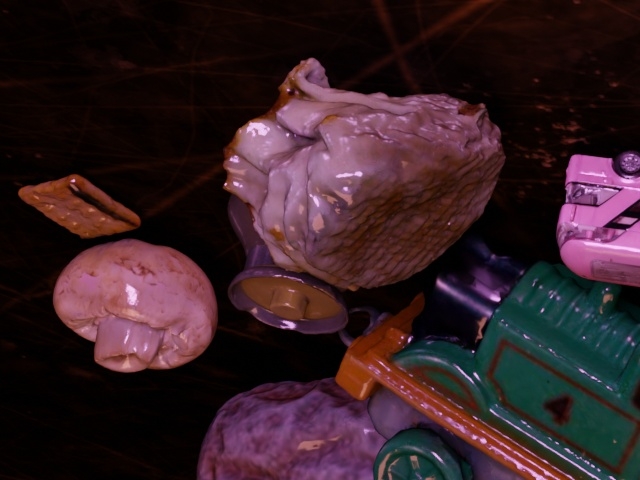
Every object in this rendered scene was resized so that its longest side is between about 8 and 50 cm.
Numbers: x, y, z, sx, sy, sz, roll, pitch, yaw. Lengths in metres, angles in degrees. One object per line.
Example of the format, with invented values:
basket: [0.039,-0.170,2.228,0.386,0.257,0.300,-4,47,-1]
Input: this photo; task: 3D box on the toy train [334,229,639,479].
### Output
toy train: [0.203,0.134,1.382,0.429,0.178,0.249,32,124,19]

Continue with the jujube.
jujube: [0.034,0.235,1.738,0.317,0.226,0.226,-7,147,29]

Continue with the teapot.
teapot: [0.000,0.000,1.367,0.166,0.119,0.130,-13,144,44]

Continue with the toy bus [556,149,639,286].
toy bus: [0.266,-0.008,1.237,0.203,0.090,0.063,9,155,16]

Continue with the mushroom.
mushroom: [-0.164,0.059,1.591,0.148,0.112,0.148,5,156,2]

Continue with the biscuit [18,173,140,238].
biscuit: [-0.208,-0.029,1.542,0.081,0.018,0.083,-12,143,44]

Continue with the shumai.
shumai: [0.027,-0.057,1.249,0.142,0.184,0.184,54,167,24]
